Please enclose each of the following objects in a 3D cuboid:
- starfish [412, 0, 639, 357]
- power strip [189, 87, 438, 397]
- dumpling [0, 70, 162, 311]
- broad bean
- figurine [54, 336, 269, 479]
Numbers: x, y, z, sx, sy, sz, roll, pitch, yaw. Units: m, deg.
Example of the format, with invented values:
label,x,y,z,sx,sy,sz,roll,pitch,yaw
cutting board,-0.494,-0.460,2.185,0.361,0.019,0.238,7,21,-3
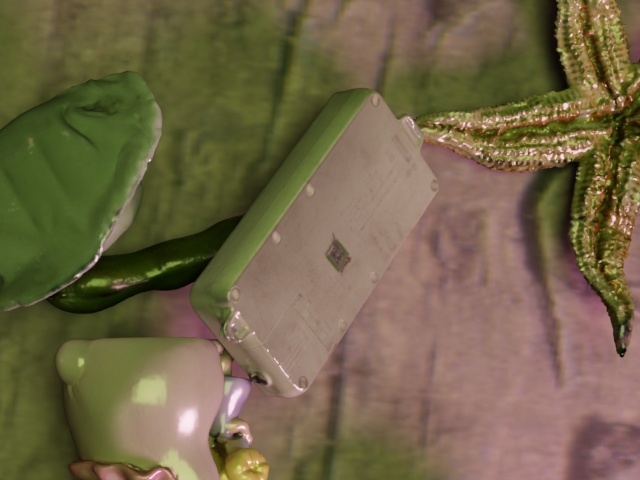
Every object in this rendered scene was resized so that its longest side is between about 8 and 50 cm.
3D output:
label,x,y,z,sx,sy,sz,roll,pitch,yaw
starfish,0.270,-0.107,1.493,0.358,0.078,0.347,-42,84,-5
power strip,0.000,0.000,1.376,0.118,0.046,0.270,54,52,-27
dumpling,-0.187,-0.026,1.327,0.152,0.108,0.219,37,90,26
broad bean,-0.097,0.005,1.391,0.256,0.052,0.053,-23,82,-20
figurine,-0.123,0.192,1.328,0.155,0.127,0.236,4,83,-42
